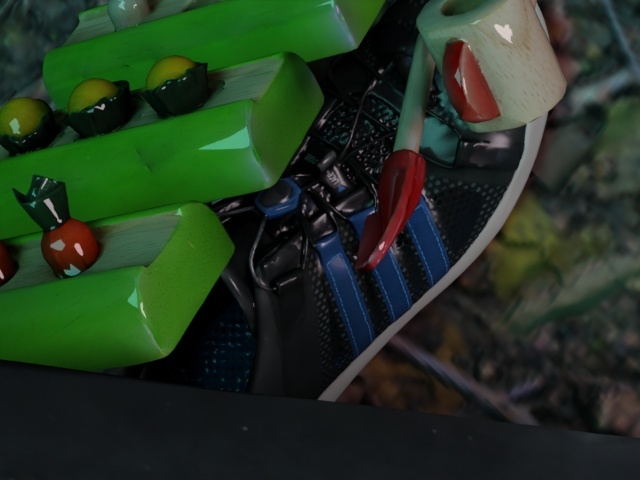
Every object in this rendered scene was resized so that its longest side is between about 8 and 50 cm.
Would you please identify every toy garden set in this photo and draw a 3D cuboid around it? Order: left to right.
[{"bbox_3d":[-0.009,-0.064,0.490,0.204,0.244,0.049,-11,122,31],"label":"toy garden set"}]

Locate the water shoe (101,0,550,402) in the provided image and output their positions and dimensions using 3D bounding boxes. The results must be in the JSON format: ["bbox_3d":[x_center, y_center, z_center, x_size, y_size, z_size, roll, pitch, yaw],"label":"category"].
[{"bbox_3d":[0.000,0.000,0.571,0.073,0.080,0.203,40,110,23],"label":"water shoe"}]

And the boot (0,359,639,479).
[{"bbox_3d":[-0.107,0.133,0.490,0.367,0.445,0.146,131,143,-59],"label":"boot"}]
